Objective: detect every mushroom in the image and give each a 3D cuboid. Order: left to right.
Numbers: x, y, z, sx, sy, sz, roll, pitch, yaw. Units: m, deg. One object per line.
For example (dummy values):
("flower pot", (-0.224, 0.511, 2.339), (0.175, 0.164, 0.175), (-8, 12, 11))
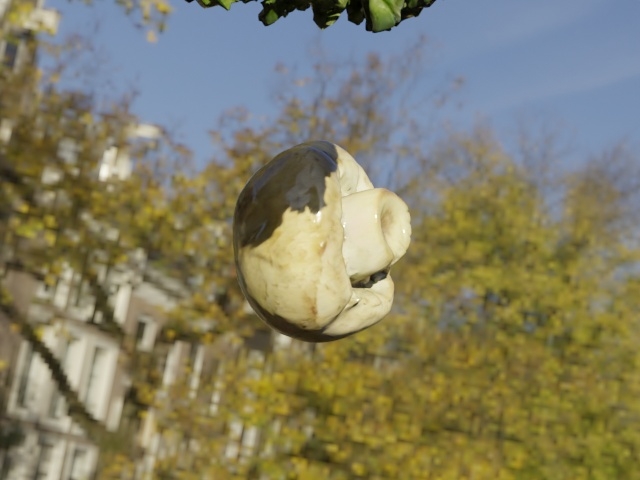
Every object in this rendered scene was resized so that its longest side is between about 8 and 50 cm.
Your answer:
("mushroom", (0.000, 0.000, 1.016), (0.112, 0.148, 0.148), (-11, -20, 29))

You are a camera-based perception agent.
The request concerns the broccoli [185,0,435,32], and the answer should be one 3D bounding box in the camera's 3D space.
("broccoli", (-0.019, -0.195, 0.684), (0.146, 0.164, 0.304), (4, -3, 26))
